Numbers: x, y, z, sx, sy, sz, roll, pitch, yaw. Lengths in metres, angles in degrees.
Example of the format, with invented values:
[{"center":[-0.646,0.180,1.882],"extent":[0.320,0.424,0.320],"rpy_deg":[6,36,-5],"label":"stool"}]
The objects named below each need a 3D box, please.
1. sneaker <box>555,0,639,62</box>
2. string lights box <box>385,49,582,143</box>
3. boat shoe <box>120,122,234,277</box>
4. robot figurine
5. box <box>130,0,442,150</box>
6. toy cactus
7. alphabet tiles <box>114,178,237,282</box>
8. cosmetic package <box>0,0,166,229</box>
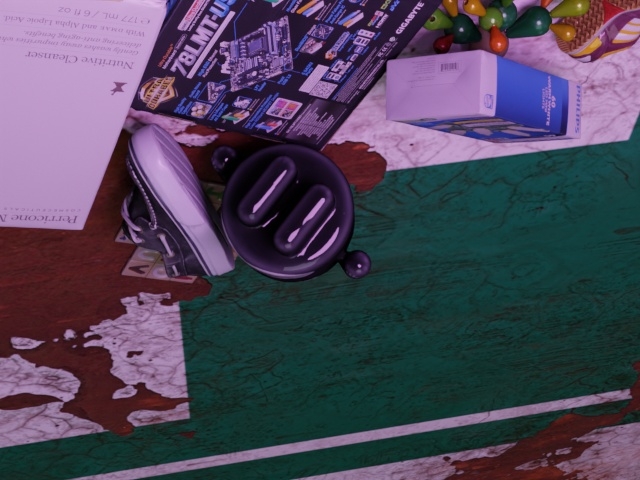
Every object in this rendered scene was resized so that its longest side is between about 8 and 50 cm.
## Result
[{"center":[0.388,-0.289,1.495],"extent":[0.185,0.070,0.084],"rpy_deg":[-30,152,34],"label":"sneaker"},{"center":[0.208,-0.174,1.476],"extent":[0.133,0.077,0.259],"rpy_deg":[0,177,38],"label":"string lights box"},{"center":[-0.208,-0.028,1.593],"extent":[0.119,0.121,0.335],"rpy_deg":[-20,148,1],"label":"boat shoe"},{"center":[-0.038,-0.035,1.562],"extent":[0.173,0.209,0.278],"rpy_deg":[-13,174,0],"label":"robot figurine"},{"center":[-0.056,-0.241,1.395],"extent":[0.293,0.073,0.295],"rpy_deg":[10,140,-30],"label":"box"},{"center":[0.224,-0.257,1.457],"extent":[0.219,0.112,0.180],"rpy_deg":[-19,160,-16],"label":"toy cactus"},{"center":[-0.195,-0.011,1.740],"extent":[0.198,0.009,0.237],"rpy_deg":[8,140,-29],"label":"alphabet tiles"},{"center":[-0.327,-0.183,1.310],"extent":[0.217,0.156,0.385],"rpy_deg":[1,143,-24],"label":"cosmetic package"}]
